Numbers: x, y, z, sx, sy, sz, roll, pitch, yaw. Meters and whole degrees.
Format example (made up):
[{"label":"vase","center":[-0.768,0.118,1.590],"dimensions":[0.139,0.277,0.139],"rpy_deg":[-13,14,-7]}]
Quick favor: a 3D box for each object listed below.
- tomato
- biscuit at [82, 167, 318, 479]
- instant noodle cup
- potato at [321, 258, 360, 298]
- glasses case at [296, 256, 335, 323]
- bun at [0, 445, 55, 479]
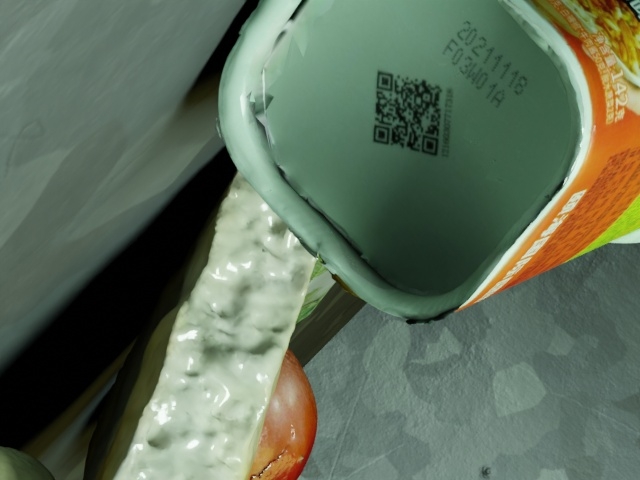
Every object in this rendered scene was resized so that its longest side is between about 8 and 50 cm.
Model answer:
[{"label":"tomato","center":[-0.100,0.180,1.531],"dimensions":[0.208,0.184,0.208],"rpy_deg":[-45,172,-8]},{"label":"biscuit","center":[-0.116,0.169,1.175],"dimensions":[0.446,0.104,0.429],"rpy_deg":[123,-14,-57]},{"label":"instant noodle cup","center":[0.115,-0.106,0.949],"dimensions":[0.308,0.294,0.294],"rpy_deg":[-26,160,-51]},{"label":"potato","center":[0.099,-0.066,1.281],"dimensions":[0.246,0.196,0.300],"rpy_deg":[-46,172,-10]},{"label":"glasses case","center":[0.000,0.000,1.610],"dimensions":[0.095,0.062,0.272],"rpy_deg":[-31,164,-45]},{"label":"bun","center":[-0.267,0.218,1.051],"dimensions":[0.222,0.127,0.222],"rpy_deg":[-57,161,-31]}]
